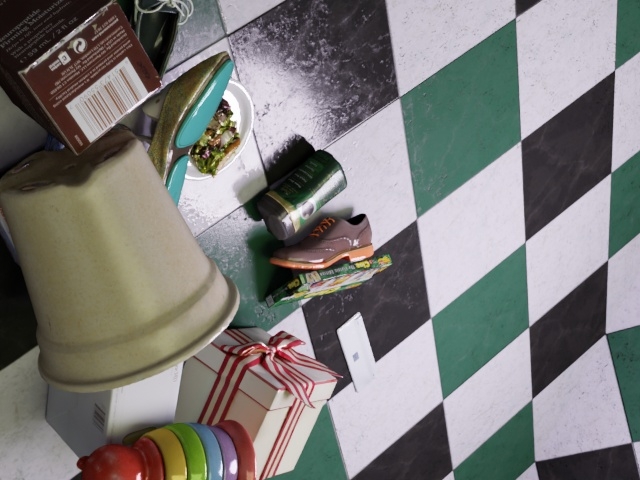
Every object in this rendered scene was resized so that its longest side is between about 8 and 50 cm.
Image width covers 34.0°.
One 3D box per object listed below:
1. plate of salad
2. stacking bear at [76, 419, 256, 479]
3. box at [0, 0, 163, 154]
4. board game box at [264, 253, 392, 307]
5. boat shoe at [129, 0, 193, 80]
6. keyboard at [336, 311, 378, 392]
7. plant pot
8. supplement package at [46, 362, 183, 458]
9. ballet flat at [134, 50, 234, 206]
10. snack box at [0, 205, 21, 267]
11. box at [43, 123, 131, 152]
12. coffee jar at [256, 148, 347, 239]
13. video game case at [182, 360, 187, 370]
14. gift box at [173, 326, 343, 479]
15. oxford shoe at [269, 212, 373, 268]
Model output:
[{"bbox_3d":[-0.190,-0.191,1.840,0.200,0.048,0.199,-26,134,-30],"label":"plate of salad"},{"bbox_3d":[-0.269,0.396,1.786,0.289,0.175,0.164,1,119,-38],"label":"stacking bear"},{"bbox_3d":[-0.366,-0.262,1.478,0.168,0.203,0.167,-43,140,-14],"label":"box"},{"bbox_3d":[0.019,0.085,2.220,0.260,0.030,0.136,-12,166,-41],"label":"board game box"},{"bbox_3d":[-0.253,-0.361,1.621,0.095,0.079,0.254,6,112,-40],"label":"boat shoe"},{"bbox_3d":[0.091,0.272,2.509,0.072,0.014,0.256,-34,138,-16],"label":"keyboard"},{"bbox_3d":[-0.329,0.011,1.596,0.334,0.334,0.305,-31,118,-26],"label":"plant pot"},{"bbox_3d":[-0.368,0.253,1.861,0.145,0.204,0.261,-14,126,-40],"label":"supplement package"},{"bbox_3d":[-0.256,-0.170,1.731,0.123,0.123,0.348,0,123,-46],"label":"ballet flat"},{"bbox_3d":[-0.491,-0.015,1.646,0.022,0.064,0.178,-36,138,-21],"label":"snack box"},{"bbox_3d":[-0.380,-0.148,1.692,0.137,0.027,0.094,2,117,-47],"label":"box"},{"bbox_3d":[-0.038,-0.088,2.049,0.184,0.079,0.096,-42,143,-17],"label":"coffee jar"},{"bbox_3d":[-0.281,0.206,2.064,0.183,0.023,0.201,-4,121,-45],"label":"video game case"},{"bbox_3d":[-0.121,0.321,2.094,0.255,0.276,0.258,-3,118,-63],"label":"gift box"},{"bbox_3d":[0.000,0.000,2.164,0.271,0.097,0.098,-13,106,-45],"label":"oxford shoe"}]
